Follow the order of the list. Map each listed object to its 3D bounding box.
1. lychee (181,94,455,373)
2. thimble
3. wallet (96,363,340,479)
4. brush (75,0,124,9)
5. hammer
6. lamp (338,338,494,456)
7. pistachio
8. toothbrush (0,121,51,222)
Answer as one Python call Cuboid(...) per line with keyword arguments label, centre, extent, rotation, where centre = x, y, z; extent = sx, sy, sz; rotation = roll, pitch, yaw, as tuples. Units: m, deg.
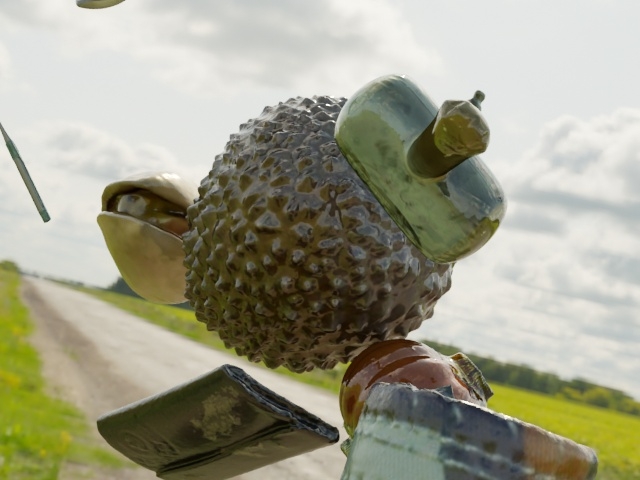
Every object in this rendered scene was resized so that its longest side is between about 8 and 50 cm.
Cuboid(label="lychee", centre=(0.000, 0.000, 1.630), extent=(0.380, 0.432, 0.380), rotation=(39, 20, -17))
Cuboid(label="thimble", centre=(0.133, 0.226, 1.093), extent=(0.237, 0.150, 0.237), rotation=(20, -10, 4))
Cuboid(label="wallet", centre=(-0.133, 0.233, 1.407), extent=(0.170, 0.044, 0.321), rotation=(38, -36, -21))
Cuboid(label="brush", centre=(-0.243, -0.330, 1.347), extent=(0.060, 0.050, 0.321), rotation=(-11, 36, -1))
Cuboid(label="hammer", centre=(0.107, -0.085, 1.088), extent=(0.202, 0.113, 0.305), rotation=(49, -7, 3))
Cuboid(label="lamp", centre=(0.121, 0.226, 1.466), extent=(0.223, 0.196, 0.223), rotation=(52, -3, 4))
Cuboid(label="pistachio", centre=(-0.248, -0.010, 1.828), extent=(0.214, 0.193, 0.318), rotation=(10, -19, 13))
Cuboid(label="toothbrush", centre=(-0.345, -0.097, 1.334), extent=(0.011, 0.167, 0.014), rotation=(-24, 4, 13))
